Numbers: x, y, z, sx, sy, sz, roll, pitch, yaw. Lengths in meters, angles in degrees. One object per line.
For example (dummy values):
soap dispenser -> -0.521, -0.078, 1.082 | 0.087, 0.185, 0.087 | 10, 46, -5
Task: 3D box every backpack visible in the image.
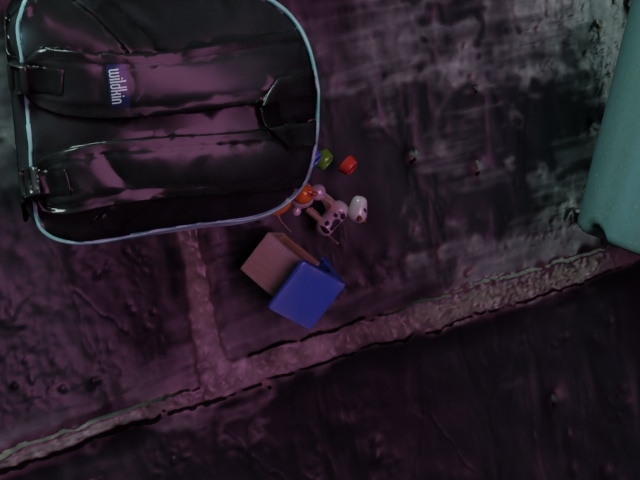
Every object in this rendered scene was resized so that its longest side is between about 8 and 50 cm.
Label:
backpack -> -0.099, -0.086, 0.839 | 0.188, 0.144, 0.166 | -6, 100, -10

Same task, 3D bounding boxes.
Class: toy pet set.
toy pet set -> 0.000, 0.000, 0.930 | 0.065, 0.122, 0.114 | 40, 101, 12

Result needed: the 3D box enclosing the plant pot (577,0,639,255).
plant pot -> 0.373, -0.126, 1.028 | 0.341, 0.341, 0.334 | 12, 99, -31
